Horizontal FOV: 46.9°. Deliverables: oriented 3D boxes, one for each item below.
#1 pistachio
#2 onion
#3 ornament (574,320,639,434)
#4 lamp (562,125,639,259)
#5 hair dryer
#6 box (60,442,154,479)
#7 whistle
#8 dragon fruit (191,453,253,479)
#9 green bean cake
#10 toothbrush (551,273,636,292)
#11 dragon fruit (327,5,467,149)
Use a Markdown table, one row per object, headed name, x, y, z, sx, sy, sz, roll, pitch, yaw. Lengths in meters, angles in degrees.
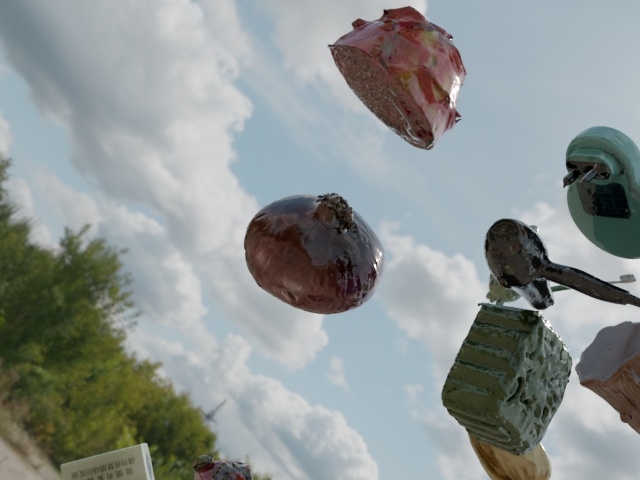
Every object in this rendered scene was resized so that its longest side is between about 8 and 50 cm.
| name | x | y | z | sx | sy | sz | roll | pitch | yaw |
| --- | --- | --- | --- | --- | --- | --- | --- | --- | --- |
| pistachio | 0.446 | 0.492 | 1.752 | 0.229 | 0.157 | 0.157 | 52 | -20 | 21 |
| onion | 0.000 | 0.000 | 1.702 | 0.347 | 0.347 | 0.285 | 39 | -51 | 19 |
| ornament | 0.777 | 0.337 | 1.798 | 0.221 | 0.235 | 0.217 | -38 | -80 | 27 |
| lamp | 0.549 | -0.085 | 1.362 | 0.284 | 0.147 | 0.209 | 43 | -18 | -30 |
| hair dryer | 0.466 | 0.094 | 1.321 | 0.359 | 0.120 | 0.304 | 25 | -16 | 41 |
| box | -0.402 | 0.547 | 1.451 | 0.069 | 0.164 | 0.257 | 94 | -18 | -76 |
| whistle | 0.474 | 0.059 | 1.789 | 0.101 | 0.253 | 0.106 | 14 | -35 | 31 |
| dragon fruit | -0.190 | 0.603 | 1.662 | 0.211 | 0.147 | 0.282 | -22 | -94 | 65 |
| green bean cake | 0.382 | 0.281 | 1.487 | 0.156 | 0.250 | 0.247 | 9 | -28 | 43 |
| toothbrush | 0.686 | 0.114 | 1.904 | 0.018 | 0.257 | 0.024 | 81 | 0 | -46 |
| dragon fruit | 0.215 | -0.417 | 1.812 | 0.371 | 0.249 | 0.386 | 43 | -5 | 11 |
